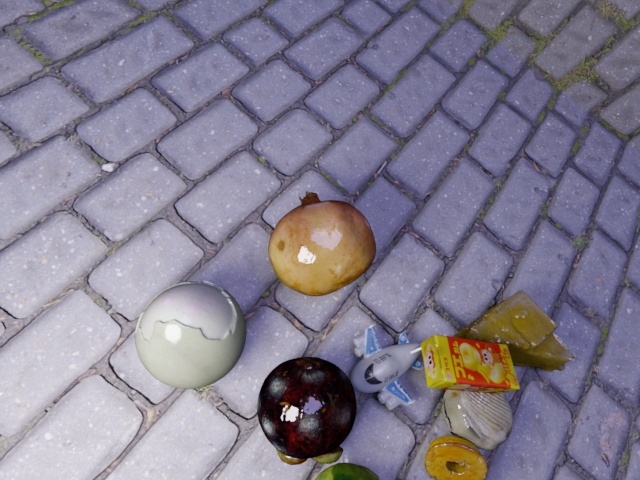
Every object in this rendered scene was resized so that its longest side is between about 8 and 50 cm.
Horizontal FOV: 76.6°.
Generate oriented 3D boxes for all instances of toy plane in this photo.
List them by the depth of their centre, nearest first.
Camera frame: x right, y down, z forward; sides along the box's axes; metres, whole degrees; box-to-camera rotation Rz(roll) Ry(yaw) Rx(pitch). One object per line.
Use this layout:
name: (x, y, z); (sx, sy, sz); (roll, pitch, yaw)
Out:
toy plane: (0.213, 0.392, 1.279); (0.267, 0.122, 0.266); (5, 67, -12)

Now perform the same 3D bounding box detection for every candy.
candy: (0.452, 0.379, 1.230); (0.276, 0.088, 0.146); (11, 54, -19)

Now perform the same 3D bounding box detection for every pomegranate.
pomegranate: (0.000, 0.000, 1.269); (0.338, 0.338, 0.338); (6, 66, -14)

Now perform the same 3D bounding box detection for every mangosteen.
mangosteen: (-0.036, 0.460, 1.100); (0.288, 0.288, 0.288); (6, 66, -14)

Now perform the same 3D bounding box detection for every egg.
egg: (-0.336, 0.241, 1.067); (0.279, 0.336, 0.278); (5, 62, -9)

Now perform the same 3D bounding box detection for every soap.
soap: (0.653, 0.381, 1.388); (0.339, 0.169, 0.304); (-26, 67, -24)

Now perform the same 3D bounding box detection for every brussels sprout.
brussels sprout: (0.074, 0.704, 1.057); (0.271, 0.210, 0.219); (8, 38, -36)

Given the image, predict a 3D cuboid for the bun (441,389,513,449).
bun: (0.487, 0.536, 1.284); (0.239, 0.141, 0.239); (12, 55, -17)

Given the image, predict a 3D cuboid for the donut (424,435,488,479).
donut: (0.400, 0.655, 1.210); (0.178, 0.162, 0.065); (29, 21, 4)
